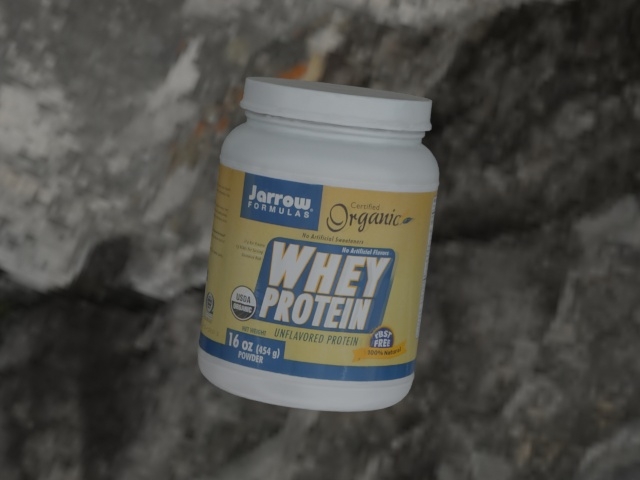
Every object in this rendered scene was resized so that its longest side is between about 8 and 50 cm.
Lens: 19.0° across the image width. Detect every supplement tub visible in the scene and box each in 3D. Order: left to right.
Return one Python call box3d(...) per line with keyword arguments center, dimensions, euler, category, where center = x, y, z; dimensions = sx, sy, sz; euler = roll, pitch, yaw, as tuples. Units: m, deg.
box3d(center=(0.000, 0.000, 1.245), dimensions=(0.144, 0.144, 0.199), euler=(8, 98, 9), category="supplement tub")
